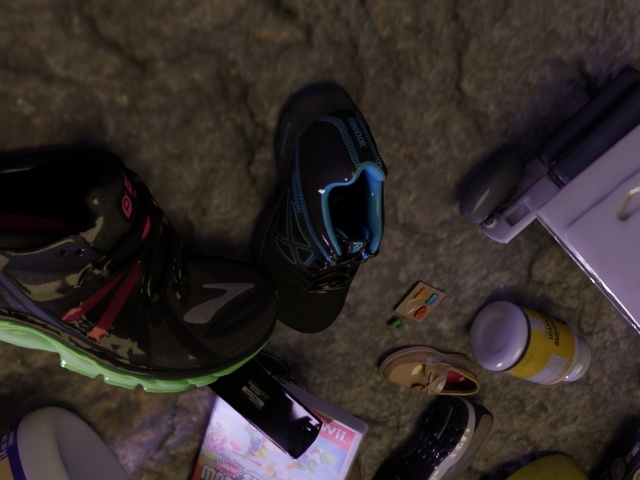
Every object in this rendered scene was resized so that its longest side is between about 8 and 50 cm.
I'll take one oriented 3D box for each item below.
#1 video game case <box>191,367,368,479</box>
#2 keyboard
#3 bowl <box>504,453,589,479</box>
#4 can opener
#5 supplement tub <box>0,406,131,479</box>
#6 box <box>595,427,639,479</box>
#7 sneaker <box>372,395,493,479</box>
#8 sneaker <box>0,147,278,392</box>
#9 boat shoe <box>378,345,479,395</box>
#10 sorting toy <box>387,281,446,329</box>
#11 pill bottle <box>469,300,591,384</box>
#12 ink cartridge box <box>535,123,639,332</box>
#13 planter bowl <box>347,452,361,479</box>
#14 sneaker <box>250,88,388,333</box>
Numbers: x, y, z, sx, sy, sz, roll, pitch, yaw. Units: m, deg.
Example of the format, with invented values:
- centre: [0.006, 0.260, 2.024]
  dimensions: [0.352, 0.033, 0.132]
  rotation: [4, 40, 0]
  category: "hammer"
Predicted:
- centre: [-0.067, 0.308, 1.449]
  dimensions: [0.025, 0.204, 0.285]
  rotation: [-47, 160, -54]
  category: "video game case"
- centre: [-0.072, 0.184, 1.356]
  dimensions: [0.100, 0.192, 0.038]
  rotation: [-51, 176, 25]
  category: "keyboard"
- centre: [0.397, 0.538, 1.866]
  dimensions: [0.290, 0.156, 0.289]
  rotation: [-22, 133, -26]
  category: "bowl"
- centre: [0.299, -0.112, 1.337]
  dimensions: [0.283, 0.076, 0.095]
  rotation: [-44, 135, 11]
  category: "can opener"
- centre: [-0.399, 0.380, 1.281]
  dimensions: [0.331, 0.241, 0.241]
  rotation: [-33, 136, 1]
  category: "supplement tub"
- centre: [0.618, 0.468, 1.960]
  dimensions: [0.216, 0.060, 0.270]
  rotation: [13, 128, -16]
  category: "box"
- centre: [0.178, 0.360, 1.676]
  dimensions: [0.108, 0.100, 0.271]
  rotation: [14, 120, -42]
  category: "sneaker"
- centre: [-0.221, 0.021, 1.100]
  dimensions: [0.483, 0.185, 0.202]
  rotation: [18, 122, -39]
  category: "sneaker"
- centre: [0.165, 0.196, 1.547]
  dimensions: [0.170, 0.059, 0.063]
  rotation: [6, 125, -32]
  category: "boat shoe"
- centre: [0.131, 0.097, 1.476]
  dimensions: [0.062, 0.012, 0.083]
  rotation: [23, 115, -40]
  category: "sorting toy"
- centre: [0.313, 0.155, 1.560]
  dimensions: [0.184, 0.103, 0.103]
  rotation: [18, 118, -39]
  category: "pill bottle"
- centre: [0.413, -0.013, 1.323]
  dimensions: [0.198, 0.197, 0.270]
  rotation: [-41, 166, 10]
  category: "ink cartridge box"
- centre: [-0.006, 0.334, 1.521]
  dimensions: [0.109, 0.162, 0.162]
  rotation: [-40, 154, -51]
  category: "planter bowl"
- centre: [0.000, 0.000, 1.230]
  dimensions: [0.125, 0.139, 0.340]
  rotation: [-13, 134, -20]
  category: "sneaker"
